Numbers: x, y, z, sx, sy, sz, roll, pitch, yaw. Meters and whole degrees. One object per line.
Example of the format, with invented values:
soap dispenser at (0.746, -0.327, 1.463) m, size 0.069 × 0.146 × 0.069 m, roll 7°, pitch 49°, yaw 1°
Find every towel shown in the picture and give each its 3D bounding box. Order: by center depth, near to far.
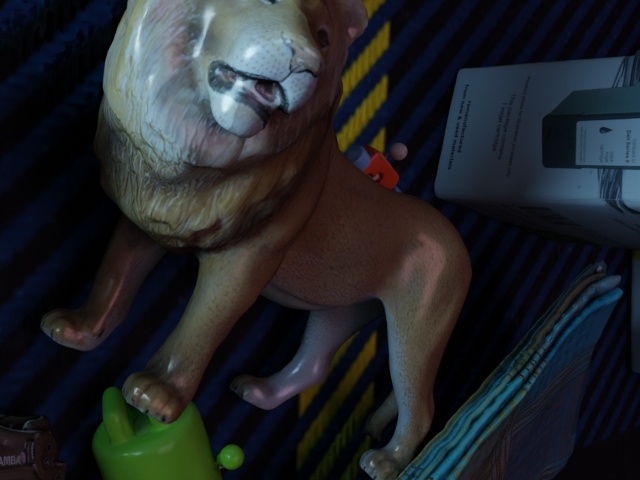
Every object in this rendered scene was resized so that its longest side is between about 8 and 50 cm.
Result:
towel at (0.128, 0.211, 0.682) m, size 0.370 × 0.040 × 0.271 m, roll -37°, pitch 142°, yaw -37°

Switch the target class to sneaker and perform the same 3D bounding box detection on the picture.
sneaker at (-0.161, 0.135, 0.448) m, size 0.071 × 0.066 × 0.188 m, roll -47°, pitch 124°, yaw -31°

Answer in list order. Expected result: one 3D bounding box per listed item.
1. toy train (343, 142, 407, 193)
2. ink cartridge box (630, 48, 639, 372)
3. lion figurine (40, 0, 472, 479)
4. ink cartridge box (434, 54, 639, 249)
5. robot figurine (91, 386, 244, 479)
toy train at (-0.021, -0.051, 0.557) m, size 0.125 × 0.046 × 0.166 m, roll -51°, pitch 130°, yaw 0°
ink cartridge box at (0.506, -0.026, 0.916) m, size 0.160 × 0.279 × 0.384 m, roll -10°, pitch 101°, yaw -42°
lion figurine at (0.000, 0.000, 0.501) m, size 0.240 × 0.142 × 0.392 m, roll -59°, pitch 145°, yaw -2°
ink cartridge box at (0.277, -0.062, 0.688) m, size 0.211 × 0.289 × 0.121 m, roll 17°, pitch 83°, yaw -44°
robot figurine at (-0.097, 0.141, 0.508) m, size 0.101 × 0.067 × 0.115 m, roll -19°, pitch 110°, yaw -12°
